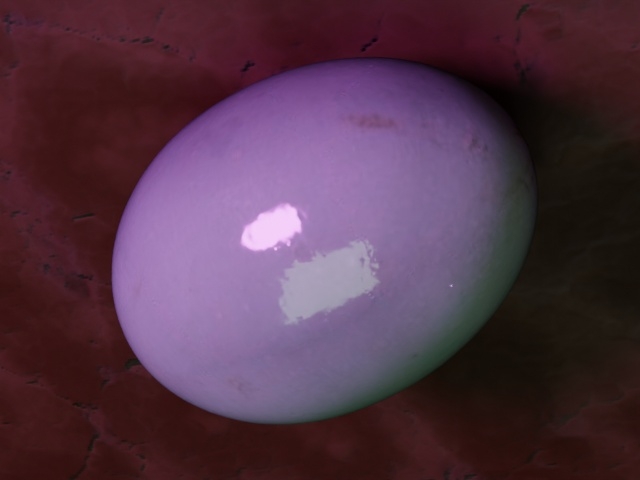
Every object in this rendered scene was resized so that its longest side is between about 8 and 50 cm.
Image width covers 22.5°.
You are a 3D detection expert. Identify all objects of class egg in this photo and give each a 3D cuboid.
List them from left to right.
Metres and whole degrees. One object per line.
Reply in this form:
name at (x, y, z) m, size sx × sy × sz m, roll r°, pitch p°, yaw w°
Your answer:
egg at (0.000, 0.000, 0.791) m, size 0.231 × 0.168 × 0.168 m, roll -28°, pitch 117°, yaw 30°
